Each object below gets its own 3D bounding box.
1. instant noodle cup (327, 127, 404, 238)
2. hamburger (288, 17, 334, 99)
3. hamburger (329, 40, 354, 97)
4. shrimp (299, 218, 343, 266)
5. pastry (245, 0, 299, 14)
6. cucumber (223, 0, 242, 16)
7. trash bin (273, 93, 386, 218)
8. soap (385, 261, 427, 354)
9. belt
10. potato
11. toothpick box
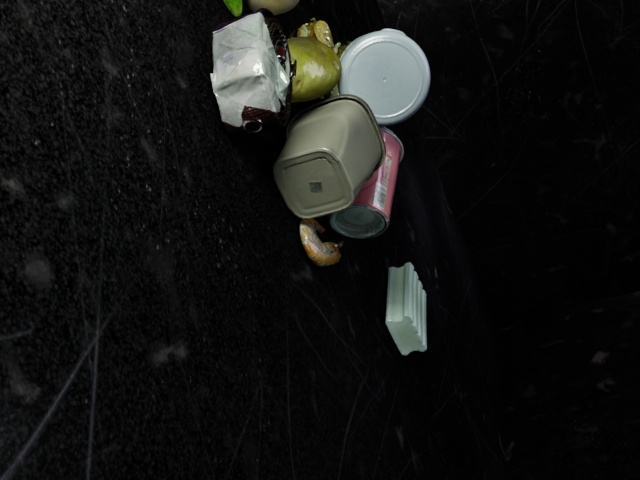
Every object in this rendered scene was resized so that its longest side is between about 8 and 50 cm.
[{"bbox_3d":[0.108,-0.152,1.943,0.244,0.244,0.255,50,38,-49],"label":"instant noodle cup"},{"bbox_3d":[-0.020,-0.521,2.039,0.206,0.130,0.183,78,8,-61],"label":"hamburger"},{"bbox_3d":[0.118,-0.500,2.352,0.211,0.133,0.308,38,40,-61],"label":"hamburger"},{"bbox_3d":[0.004,0.000,1.736,0.187,0.052,0.132,16,59,-65],"label":"shrimp"},{"bbox_3d":[-0.142,-0.658,1.688,0.265,0.133,0.264,-20,90,-89],"label":"pastry"},{"bbox_3d":[-0.227,-0.629,1.607,0.056,0.056,0.250,-60,132,-65],"label":"cucumber"},{"bbox_3d":[0.017,-0.190,1.698,0.219,0.219,0.250,62,28,-25],"label":"trash bin"},{"bbox_3d":[0.273,0.214,2.265,0.265,0.088,0.159,-79,148,-53],"label":"soap"},{"bbox_3d":[-0.128,-0.352,1.491,0.184,0.164,0.289,56,27,-54],"label":"belt"},{"bbox_3d":[-0.051,-0.416,1.730,0.228,0.197,0.148,-18,114,-41],"label":"potato"},{"bbox_3d":[0.173,-0.447,1.948,0.354,0.263,0.263,-90,159,-74],"label":"toothpick box"}]
